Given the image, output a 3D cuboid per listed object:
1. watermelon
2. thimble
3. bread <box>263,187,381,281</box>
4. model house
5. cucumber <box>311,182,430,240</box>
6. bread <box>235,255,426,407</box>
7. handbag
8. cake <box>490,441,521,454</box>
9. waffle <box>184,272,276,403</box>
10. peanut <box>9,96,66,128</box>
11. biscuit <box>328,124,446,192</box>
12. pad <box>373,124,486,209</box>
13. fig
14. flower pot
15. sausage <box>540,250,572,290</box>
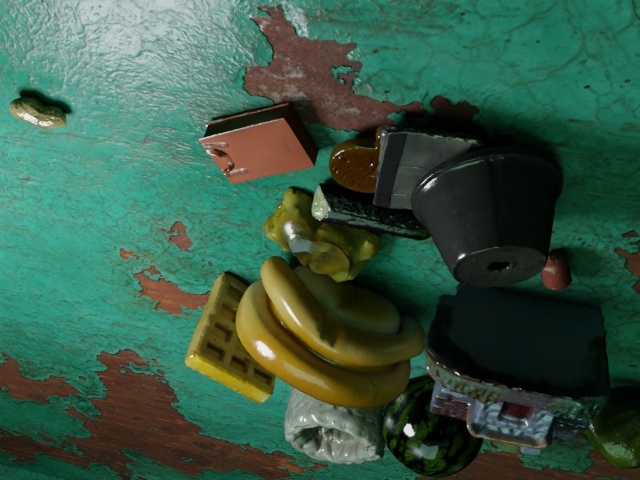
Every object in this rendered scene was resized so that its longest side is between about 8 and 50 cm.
[{"bbox_3d":[0.289,0.474,1.987,0.269,0.269,0.269,11,144,8],"label":"watermelon"},{"bbox_3d":[0.050,0.470,2.116,0.292,0.195,0.291,10,145,7],"label":"thimble"},{"bbox_3d":[0.000,0.000,1.609,0.233,0.088,0.160,24,146,-8],"label":"bread"},{"bbox_3d":[0.378,0.317,1.637,0.360,0.297,0.339,10,128,6],"label":"model house"},{"bbox_3d":[0.102,-0.052,1.514,0.242,0.074,0.074,13,144,1],"label":"cucumber"},{"bbox_3d":[0.026,0.197,1.777,0.424,0.329,0.245,25,102,-11],"label":"bread"},{"bbox_3d":[-0.116,-0.176,1.446,0.190,0.062,0.127,-8,138,26],"label":"handbag"},{"bbox_3d":[0.534,0.454,2.034,0.109,0.090,0.225,27,124,-10],"label":"cake"},{"bbox_3d":[-0.185,0.228,1.844,0.221,0.247,0.055,34,141,-24],"label":"waffle"},{"bbox_3d":[-0.552,-0.250,1.530,0.113,0.053,0.054,17,144,-5],"label":"peanut"},{"bbox_3d":[0.128,-0.143,1.399,0.236,0.039,0.180,-8,145,22],"label":"biscuit"},{"bbox_3d":[0.186,-0.117,1.377,0.174,0.022,0.233,7,149,3],"label":"pad"},{"bbox_3d":[0.730,0.412,1.833,0.235,0.203,0.203,-42,122,6],"label":"fig"},{"bbox_3d":[0.298,-0.022,1.345,0.269,0.166,0.269,-4,149,-2],"label":"flower pot"},{"bbox_3d":[0.456,0.060,1.526,0.054,0.059,0.094,-21,132,10],"label":"sausage"}]
